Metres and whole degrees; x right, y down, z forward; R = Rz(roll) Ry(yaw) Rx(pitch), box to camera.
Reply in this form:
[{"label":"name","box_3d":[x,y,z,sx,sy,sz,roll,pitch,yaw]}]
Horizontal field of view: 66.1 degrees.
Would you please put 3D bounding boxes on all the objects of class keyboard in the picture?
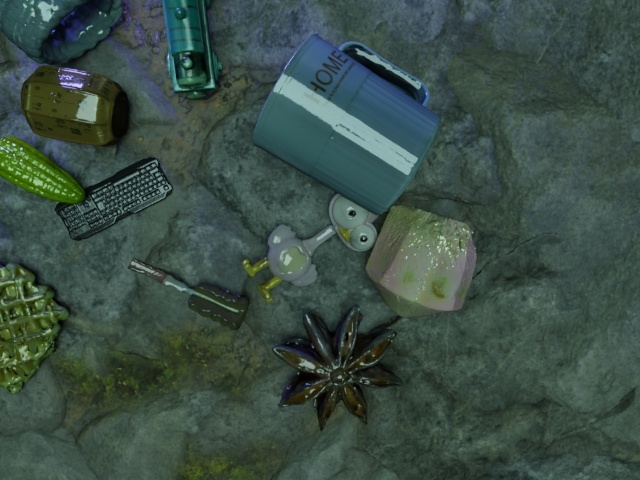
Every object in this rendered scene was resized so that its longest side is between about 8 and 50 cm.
[{"label":"keyboard","box_3d":[-0.477,-0.095,1.138,0.262,0.016,0.106,-27,99,-1]}]

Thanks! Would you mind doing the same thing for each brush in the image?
[{"label":"brush","box_3d":[-0.314,0.117,1.162,0.301,0.071,0.084,24,79,2]}]

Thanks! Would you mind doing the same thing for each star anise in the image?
[{"label":"star anise","box_3d":[0.040,0.300,1.181,0.331,0.117,0.332,-2,106,-8]}]

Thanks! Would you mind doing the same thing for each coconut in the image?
[{"label":"coconut","box_3d":[0.225,0.057,1.110,0.233,0.233,0.245,18,93,-6]}]

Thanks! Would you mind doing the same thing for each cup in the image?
[{"label":"cup","box_3d":[0.066,-0.244,1.054,0.311,0.331,0.257,32,122,-2]}]

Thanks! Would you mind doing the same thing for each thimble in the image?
[{"label":"thimble","box_3d":[-0.533,-0.487,0.987,0.172,0.205,0.250,46,68,-7]}]

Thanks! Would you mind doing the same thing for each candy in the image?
[{"label":"candy","box_3d":[-0.618,-0.144,1.085,0.209,0.097,0.097,31,94,-10]}]

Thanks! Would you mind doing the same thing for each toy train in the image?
[{"label":"toy train","box_3d":[-0.279,-0.452,1.019,0.120,0.194,0.298,-6,98,-5]}]

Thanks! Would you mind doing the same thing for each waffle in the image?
[{"label":"waffle","box_3d":[-0.757,0.198,1.126,0.297,0.073,0.317,34,93,-8]}]

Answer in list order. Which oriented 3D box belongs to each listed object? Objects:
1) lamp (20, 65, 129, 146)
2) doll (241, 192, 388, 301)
[{"label":"lamp","box_3d":[-0.516,-0.282,1.044,0.185,0.161,0.161,11,96,-3]},{"label":"doll","box_3d":[0.000,0.000,1.149,0.365,0.094,0.160,-30,101,1]}]
